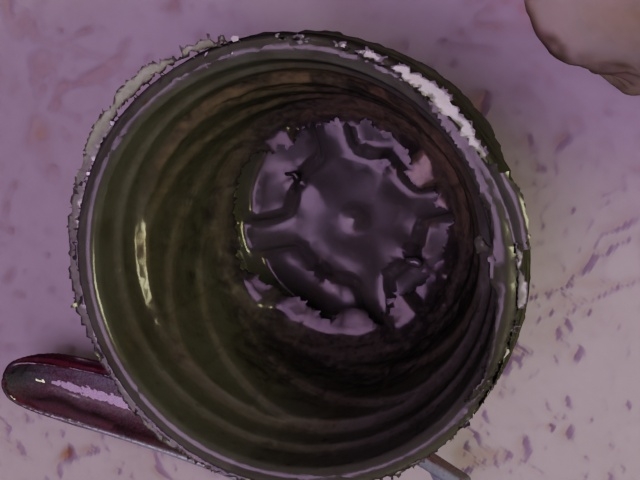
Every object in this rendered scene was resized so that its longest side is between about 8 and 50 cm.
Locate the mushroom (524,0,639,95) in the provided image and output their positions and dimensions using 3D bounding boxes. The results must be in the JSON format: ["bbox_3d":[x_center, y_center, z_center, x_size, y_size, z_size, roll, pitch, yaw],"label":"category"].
[{"bbox_3d":[0.277,-0.154,0.543,0.353,0.353,0.325,42,91,4],"label":"mushroom"}]

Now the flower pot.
[{"bbox_3d":[0.000,0.000,0.726,0.236,0.140,0.235,4,105,14],"label":"flower pot"}]

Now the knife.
[{"bbox_3d":[-0.056,0.129,0.823,0.278,0.053,0.123,21,113,12],"label":"knife"}]
